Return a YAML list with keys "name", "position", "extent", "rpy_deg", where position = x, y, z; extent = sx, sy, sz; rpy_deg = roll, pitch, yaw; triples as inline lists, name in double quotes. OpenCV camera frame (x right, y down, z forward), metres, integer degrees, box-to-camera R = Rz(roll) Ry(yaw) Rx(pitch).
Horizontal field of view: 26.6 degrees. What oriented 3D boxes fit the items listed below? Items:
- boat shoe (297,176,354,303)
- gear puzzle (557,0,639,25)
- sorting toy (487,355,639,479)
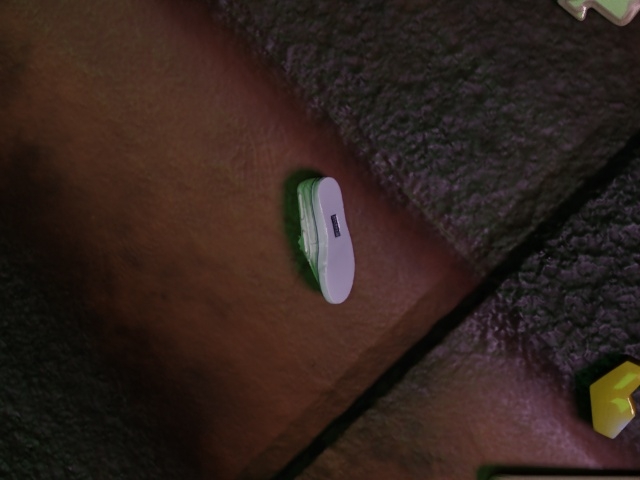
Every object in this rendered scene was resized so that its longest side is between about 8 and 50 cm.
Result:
- name: "boat shoe"
  position: [0.000, 0.000, 1.055]
  extent: [0.035, 0.035, 0.100]
  rpy_deg: [0, 105, 44]
- name: "gear puzzle"
  position: [0.201, -0.249, 0.943]
  extent: [0.339, 0.044, 0.175]
  rpy_deg: [40, 107, 7]
- name: "sorting toy"
  position: [0.237, 0.235, 1.016]
  extent: [0.229, 0.041, 0.307]
  rpy_deg: [-1, 99, 17]
